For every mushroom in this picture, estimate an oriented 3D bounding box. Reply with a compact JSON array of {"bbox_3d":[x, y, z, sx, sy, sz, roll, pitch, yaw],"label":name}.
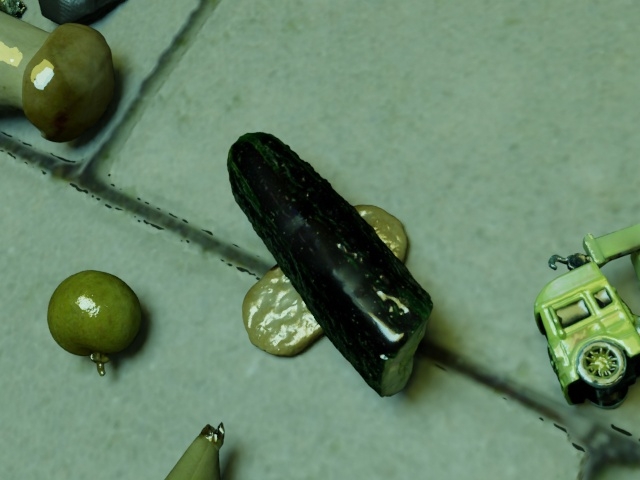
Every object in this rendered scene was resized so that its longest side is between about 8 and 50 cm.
[{"bbox_3d":[-0.355,-0.166,0.880,0.350,0.128,0.128,11,69,19],"label":"mushroom"}]

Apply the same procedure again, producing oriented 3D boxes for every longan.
[{"bbox_3d":[-0.177,0.065,0.732,0.075,0.075,0.083,-8,79,16],"label":"longan"}]

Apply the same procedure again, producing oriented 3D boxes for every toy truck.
[{"bbox_3d":[0.219,0.033,0.602,0.168,0.077,0.100,-26,62,8],"label":"toy truck"}]

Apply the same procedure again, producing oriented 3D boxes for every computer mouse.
[{"bbox_3d":[-0.237,-0.288,0.932,0.099,0.057,0.172,0,62,21],"label":"computer mouse"}]

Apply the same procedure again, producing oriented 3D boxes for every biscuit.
[{"bbox_3d":[0.002,0.029,0.714,0.147,0.018,0.071,-39,61,-3],"label":"biscuit"}]

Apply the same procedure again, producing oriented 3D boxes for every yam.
[{"bbox_3d":[-0.360,-0.262,0.980,0.129,0.027,0.033,19,74,25],"label":"yam"}]

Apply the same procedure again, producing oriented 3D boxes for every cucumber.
[{"bbox_3d":[0.000,0.001,0.677,0.074,0.074,0.241,-38,59,-1],"label":"cucumber"}]

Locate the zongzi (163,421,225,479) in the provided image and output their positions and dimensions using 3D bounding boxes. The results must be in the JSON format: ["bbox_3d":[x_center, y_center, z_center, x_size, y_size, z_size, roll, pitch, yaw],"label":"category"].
[{"bbox_3d":[-0.056,0.266,0.577,0.228,0.115,0.256,24,64,24],"label":"zongzi"}]
